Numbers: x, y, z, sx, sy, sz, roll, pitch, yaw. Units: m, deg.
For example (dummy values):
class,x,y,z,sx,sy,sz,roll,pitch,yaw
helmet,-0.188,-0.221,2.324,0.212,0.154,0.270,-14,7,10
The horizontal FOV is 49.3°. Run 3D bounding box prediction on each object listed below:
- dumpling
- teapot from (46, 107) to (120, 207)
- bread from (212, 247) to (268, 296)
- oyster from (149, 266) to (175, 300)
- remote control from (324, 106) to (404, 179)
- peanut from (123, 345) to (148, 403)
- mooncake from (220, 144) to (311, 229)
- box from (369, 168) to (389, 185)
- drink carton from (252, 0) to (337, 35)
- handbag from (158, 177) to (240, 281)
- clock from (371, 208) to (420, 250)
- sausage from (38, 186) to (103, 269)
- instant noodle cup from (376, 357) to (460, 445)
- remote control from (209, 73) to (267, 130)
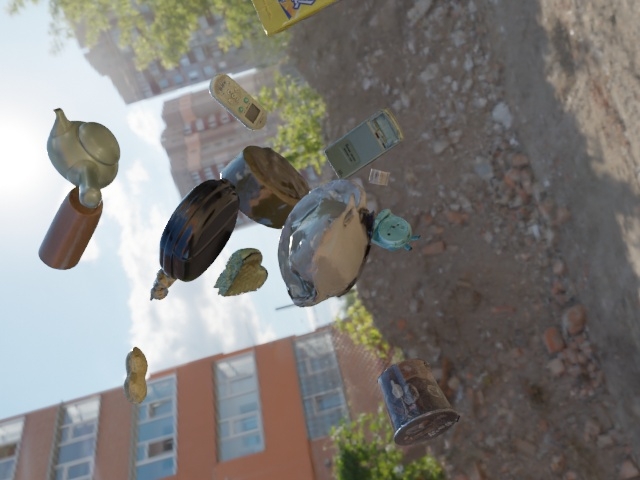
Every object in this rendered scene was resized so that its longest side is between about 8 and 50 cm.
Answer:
class,x,y,z,sx,sy,sz,roll,pitch,yaw
dumpling,0.016,0.007,1.496,0.292,0.164,0.204,-66,18,9
teapot,-0.615,-0.198,1.875,0.220,0.149,0.318,9,-129,-58
bread,-0.236,0.103,2.035,0.064,0.172,0.232,44,165,24
oyster,-0.464,0.083,2.194,0.107,0.233,0.161,44,-174,-22
remote control,0.136,-0.300,2.177,0.038,0.285,0.123,-29,-93,-49
peanut,-0.608,0.443,2.294,0.082,0.082,0.186,63,-154,-72
mooncake,-0.169,-0.178,2.256,0.284,0.155,0.284,37,-156,-19
box,0.200,-0.215,2.366,0.117,0.036,0.050,-2,-75,-69
drink carton,-0.002,-0.646,1.694,0.154,0.352,0.111,65,-151,-12
handbag,-0.293,-0.024,1.726,0.093,0.253,0.308,35,149,8
clock,0.218,-0.021,2.028,0.147,0.108,0.045,30,157,22
sausage,-0.719,-0.039,2.024,0.123,0.252,0.123,26,-151,-16
instant noodle cup,0.294,0.501,2.185,0.217,0.218,0.207,69,177,-53
remote control,-0.241,-0.402,2.037,0.221,0.042,0.078,39,-109,-42
